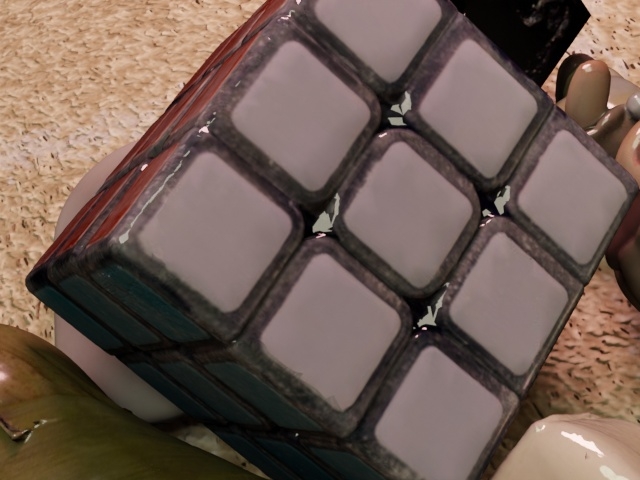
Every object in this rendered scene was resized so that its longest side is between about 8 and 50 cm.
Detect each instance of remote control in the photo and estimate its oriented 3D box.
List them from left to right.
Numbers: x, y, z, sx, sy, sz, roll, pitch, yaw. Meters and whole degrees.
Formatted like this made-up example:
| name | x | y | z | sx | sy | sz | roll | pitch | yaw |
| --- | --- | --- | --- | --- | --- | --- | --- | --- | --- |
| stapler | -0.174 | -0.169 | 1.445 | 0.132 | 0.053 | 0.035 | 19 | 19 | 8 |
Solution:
| name | x | y | z | sx | sy | sz | roll | pitch | yaw |
| --- | --- | --- | --- | --- | --- | --- | --- | --- | --- |
| remote control | -0.163 | 0.028 | 1.035 | 0.221 | 0.103 | 0.332 | -20 | 52 | 11 |

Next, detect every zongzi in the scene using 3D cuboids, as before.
| name | x | y | z | sx | sy | sz | roll | pitch | yaw |
| --- | --- | --- | --- | --- | --- | --- | --- | --- | --- |
| zongzi | -0.171 | 0.145 | 0.842 | 0.418 | 0.181 | 0.447 | -32 | 63 | 15 |

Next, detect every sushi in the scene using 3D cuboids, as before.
| name | x | y | z | sx | sy | sz | roll | pitch | yaw |
| --- | --- | --- | --- | --- | --- | --- | --- | --- | --- |
| sushi | 0.079 | -0.196 | 1.008 | 0.215 | 0.212 | 0.227 | -54 | 27 | -19 |

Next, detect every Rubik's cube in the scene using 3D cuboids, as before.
| name | x | y | z | sx | sy | sz | roll | pitch | yaw |
| --- | --- | --- | --- | --- | --- | --- | --- | --- | --- |
| Rubik's cube | 0.000 | 0.000 | 0.813 | 0.303 | 0.301 | 0.305 | -54 | 14 | -19 |

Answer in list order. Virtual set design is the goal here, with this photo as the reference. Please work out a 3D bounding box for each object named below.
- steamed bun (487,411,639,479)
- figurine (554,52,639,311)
| name | x | y | z | sx | sy | sz | roll | pitch | yaw |
| --- | --- | --- | --- | --- | --- | --- | --- | --- | --- |
| steamed bun | 0.172 | 0.247 | 0.699 | 0.164 | 0.146 | 0.241 | 39 | 108 | 33 |
| figurine | 0.308 | -0.049 | 0.895 | 0.248 | 0.203 | 0.380 | -22 | 37 | -17 |
